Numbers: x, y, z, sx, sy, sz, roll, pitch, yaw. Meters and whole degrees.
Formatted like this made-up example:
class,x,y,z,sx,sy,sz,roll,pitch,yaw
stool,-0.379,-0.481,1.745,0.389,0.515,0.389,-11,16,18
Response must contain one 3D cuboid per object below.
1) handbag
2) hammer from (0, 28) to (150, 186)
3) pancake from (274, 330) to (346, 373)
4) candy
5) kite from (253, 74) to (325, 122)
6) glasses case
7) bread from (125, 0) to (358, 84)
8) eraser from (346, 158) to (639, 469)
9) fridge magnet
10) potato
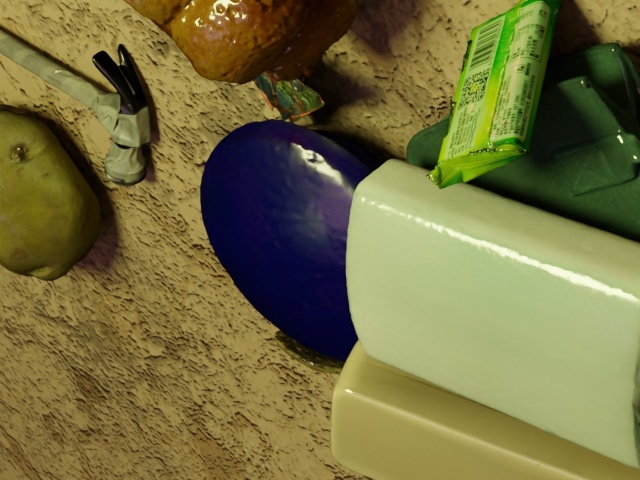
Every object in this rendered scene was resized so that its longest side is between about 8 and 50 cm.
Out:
class,x,y,z,sx,sy,sz,roll,pitch,yaw
handbag,0.233,0.007,1.593,0.238,0.089,0.326,-14,110,50
hammer,-0.345,-0.206,2.032,0.427,0.044,0.152,29,138,25
pancake,0.007,0.109,1.903,0.115,0.115,0.011,24,108,30
candy,0.143,-0.124,1.508,0.032,0.178,0.102,34,145,-29
kite,-0.049,-0.166,1.747,0.241,0.014,0.183,46,165,44
glasses case,0.175,0.199,1.752,0.336,0.076,0.144,20,145,13
bread,-0.080,-0.240,1.587,0.135,0.232,0.246,-32,89,40
eraser,0.162,0.060,1.554,0.290,0.104,0.189,22,137,32
fridge magnet,0.000,0.000,1.800,0.265,0.113,0.265,26,138,27
potato,-0.324,-0.051,2.073,0.200,0.137,0.154,59,179,-16
